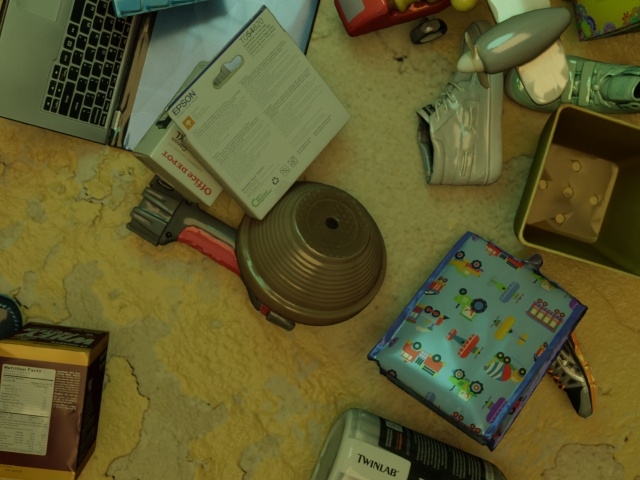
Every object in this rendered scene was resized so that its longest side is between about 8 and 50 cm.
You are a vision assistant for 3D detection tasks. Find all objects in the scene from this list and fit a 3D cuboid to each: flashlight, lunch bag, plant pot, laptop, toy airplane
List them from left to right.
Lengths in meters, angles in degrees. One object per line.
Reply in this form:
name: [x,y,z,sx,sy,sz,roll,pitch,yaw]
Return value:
laptop: [-0.226,-0.312,1.450,0.236,0.408,0.381,16,92,30]
flashlight: [-0.153,0.026,1.537,0.304,0.103,0.103,29,127,-2]
plant pot: [0.000,0.000,1.480,0.237,0.109,0.237,9,61,-17]
toy airplane: [0.217,-0.418,1.374,0.386,0.272,0.384,27,109,24]
lunch bag: [0.252,0.135,1.528,0.221,0.138,0.293,34,81,21]
plant pot: [0.407,-0.072,1.518,0.212,0.187,0.212,17,91,-4]

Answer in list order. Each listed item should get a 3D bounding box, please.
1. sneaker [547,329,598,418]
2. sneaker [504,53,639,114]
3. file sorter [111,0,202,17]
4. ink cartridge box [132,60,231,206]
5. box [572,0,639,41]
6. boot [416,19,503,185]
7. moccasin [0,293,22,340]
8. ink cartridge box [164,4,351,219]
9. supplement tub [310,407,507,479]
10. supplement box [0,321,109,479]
sneaker: [0.379,0.186,1.588,0.083,0.084,0.214,-21,85,0]
sneaker: [0.421,-0.245,1.528,0.256,0.151,0.094,3,95,-2]
file sorter: [-0.201,-0.384,1.379,0.170,0.104,0.118,-19,109,-27]
ink cartridge box: [-0.169,-0.156,1.460,0.127,0.072,0.175,41,77,-32]
box: [0.554,-0.415,1.428,0.279,0.290,0.177,-12,93,-19]
boot: [0.211,-0.211,1.543,0.123,0.095,0.258,-4,94,-10]
moccasin: [-0.610,0.192,1.491,0.342,0.117,0.137,-28,101,-10]
ink cartridge box: [-0.092,-0.183,1.431,0.223,0.045,0.224,-49,120,-16]
supplement tub: [0.151,0.399,1.525,0.316,0.193,0.193,22,92,-4]
supplement box: [-0.403,0.236,1.482,0.129,0.191,0.194,7,93,-4]
